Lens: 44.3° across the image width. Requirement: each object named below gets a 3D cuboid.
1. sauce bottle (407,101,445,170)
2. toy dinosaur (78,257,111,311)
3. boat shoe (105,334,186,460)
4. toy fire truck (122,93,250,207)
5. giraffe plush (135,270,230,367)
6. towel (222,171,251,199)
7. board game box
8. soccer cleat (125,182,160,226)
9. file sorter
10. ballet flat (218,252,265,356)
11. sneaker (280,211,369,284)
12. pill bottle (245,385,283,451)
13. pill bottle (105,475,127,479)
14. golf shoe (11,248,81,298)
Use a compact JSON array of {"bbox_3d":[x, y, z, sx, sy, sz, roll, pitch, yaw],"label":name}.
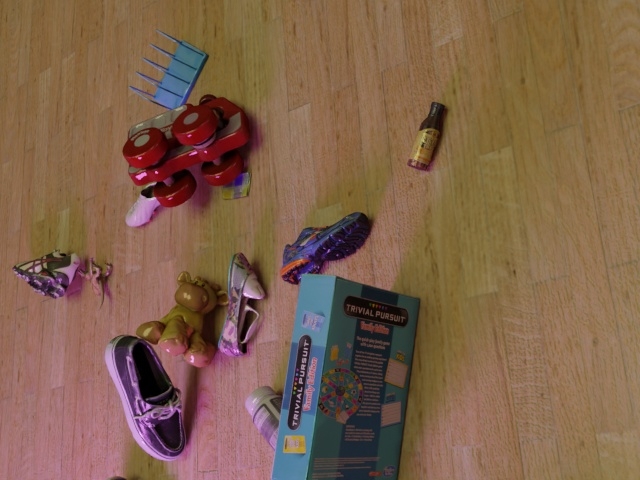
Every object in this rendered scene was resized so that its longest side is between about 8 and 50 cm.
[{"bbox_3d":[0.200,-0.196,1.472,0.042,0.042,0.128,19,93,41],"label":"sauce bottle"},{"bbox_3d":[-0.572,0.104,2.034,0.183,0.053,0.092,41,120,46],"label":"toy dinosaur"},{"bbox_3d":[-0.346,0.336,1.662,0.105,0.113,0.306,-4,108,44],"label":"boat shoe"},{"bbox_3d":[-0.310,-0.240,1.813,0.302,0.169,0.253,-22,43,10],"label":"toy fire truck"},{"bbox_3d":[-0.286,0.163,1.724,0.170,0.182,0.210,-62,13,-5],"label":"giraffe plush"},{"bbox_3d":[-0.194,-0.125,1.798,0.083,0.009,0.060,-3,76,39],"label":"towel"},{"bbox_3d":[0.051,0.243,1.341,0.079,0.254,0.335,1,79,40],"label":"board game box"},{"bbox_3d":[-0.427,-0.097,1.938,0.196,0.076,0.068,-31,61,30],"label":"soccer cleat"},{"bbox_3d":[-0.386,-0.425,1.972,0.118,0.105,0.170,36,102,39],"label":"file sorter"},{"bbox_3d":[-0.161,0.139,1.671,0.079,0.077,0.221,9,89,22],"label":"ballet flat"},{"bbox_3d":[0.000,0.000,1.563,0.221,0.083,0.087,-32,52,25],"label":"sneaker"},{"bbox_3d":[-0.086,0.353,1.540,0.137,0.078,0.078,44,107,38],"label":"pill bottle"},{"bbox_3d":[-0.419,0.596,1.739,0.169,0.094,0.094,16,89,40],"label":"pill bottle"},{"bbox_3d":[-0.744,0.085,2.156,0.273,0.105,0.120,7,54,46],"label":"golf shoe"}]
